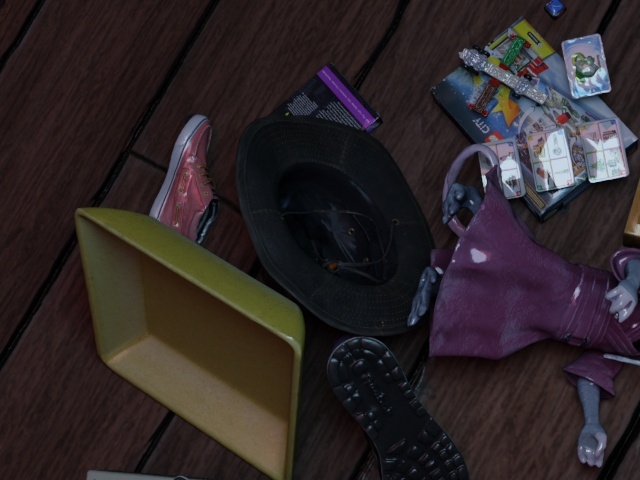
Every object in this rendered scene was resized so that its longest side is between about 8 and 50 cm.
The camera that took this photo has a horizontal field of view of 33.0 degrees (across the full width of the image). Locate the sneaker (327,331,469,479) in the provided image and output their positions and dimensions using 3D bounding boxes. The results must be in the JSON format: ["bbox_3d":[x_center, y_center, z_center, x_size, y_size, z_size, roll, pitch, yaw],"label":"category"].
[{"bbox_3d":[0.101,0.235,1.346,0.107,0.124,0.283,-25,96,1],"label":"sneaker"}]

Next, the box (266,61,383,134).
[{"bbox_3d":[-0.010,-0.156,1.506,0.162,0.029,0.116,-40,69,1],"label":"box"}]

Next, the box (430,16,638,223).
[{"bbox_3d":[0.279,-0.160,1.423,0.159,0.044,0.233,-38,70,3],"label":"box"}]

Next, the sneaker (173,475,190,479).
[{"bbox_3d":[-0.163,0.318,1.268,0.032,0.037,0.083,-13,71,13],"label":"sneaker"}]

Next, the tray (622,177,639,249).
[{"bbox_3d":[0.533,-0.168,1.344,0.203,0.076,0.410,15,80,18],"label":"tray"}]

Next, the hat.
[{"bbox_3d":[0.000,0.000,1.387,0.134,0.331,0.331,-45,63,43],"label":"hat"}]

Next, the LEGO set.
[{"bbox_3d":[0.281,-0.182,1.388,0.183,0.060,0.244,-11,85,12],"label":"LEGO set"}]

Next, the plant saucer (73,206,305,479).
[{"bbox_3d":[-0.144,0.119,1.351,0.333,0.332,0.081,29,54,19],"label":"plant saucer"}]

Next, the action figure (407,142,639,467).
[{"bbox_3d":[0.299,0.082,1.307,0.370,0.275,0.248,18,124,-4],"label":"action figure"}]

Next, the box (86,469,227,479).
[{"bbox_3d":[-0.128,0.360,1.344,0.311,0.148,0.121,2,77,16],"label":"box"}]

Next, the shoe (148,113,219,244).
[{"bbox_3d":[-0.172,-0.084,1.514,0.081,0.063,0.178,21,87,17],"label":"shoe"}]
